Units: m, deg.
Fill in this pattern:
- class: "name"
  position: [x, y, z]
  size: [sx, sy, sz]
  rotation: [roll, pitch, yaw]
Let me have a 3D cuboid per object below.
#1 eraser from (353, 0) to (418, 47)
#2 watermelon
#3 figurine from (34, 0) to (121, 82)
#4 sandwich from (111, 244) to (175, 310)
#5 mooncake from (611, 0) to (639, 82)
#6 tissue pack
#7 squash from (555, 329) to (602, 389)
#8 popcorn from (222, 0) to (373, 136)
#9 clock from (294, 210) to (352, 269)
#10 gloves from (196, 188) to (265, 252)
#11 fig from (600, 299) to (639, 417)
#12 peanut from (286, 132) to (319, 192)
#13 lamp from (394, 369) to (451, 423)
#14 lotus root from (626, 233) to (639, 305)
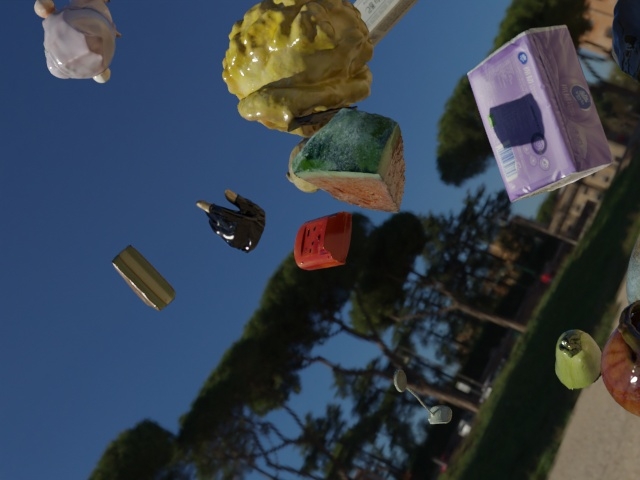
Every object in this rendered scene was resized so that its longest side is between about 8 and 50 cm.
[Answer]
- class: "eraser"
  position: [0.192, -0.637, 2.181]
  size: [0.404, 0.096, 0.098]
  rotation: [-44, -18, 29]
- class: "watermelon"
  position: [0.081, -0.132, 1.633]
  size: [0.257, 0.193, 0.139]
  rotation: [44, -116, -57]
- class: "figurine"
  position: [-0.464, -0.408, 1.677]
  size: [0.200, 0.133, 0.275]
  rotation: [53, -165, -34]
- class: "sandwich"
  position: [-0.478, 0.101, 2.336]
  size: [0.079, 0.113, 0.163]
  rotation: [-44, -55, -21]
- class: "mooncake"
  position: [0.839, -0.499, 2.038]
  size: [0.290, 0.291, 0.161]
  rotation: [-59, -24, -21]
- class: "tissue pack"
  position: [0.491, -0.285, 1.928]
  size: [0.160, 0.338, 0.242]
  rotation: [-14, -6, -26]
- class: "squash"
  position: [0.659, 0.278, 2.168]
  size: [0.137, 0.137, 0.287]
  rotation: [-61, -26, -17]
- class: "popcorn"
  position: [-0.042, -0.373, 1.899]
  size: [0.349, 0.349, 0.381]
  rotation: [96, 171, -49]
- class: "clock"
  position: [0.000, 0.000, 1.853]
  size: [0.155, 0.061, 0.113]
  rotation: [-15, 63, 59]
- class: "gloves"
  position: [-0.241, -0.053, 2.226]
  size: [0.129, 0.181, 0.106]
  rotation: [-52, 27, 42]
- class: "fig"
  position: [0.546, 0.195, 1.390]
  size: [0.205, 0.205, 0.205]
  rotation: [-56, -19, -30]
- class: "peanut"
  position: [0.003, -0.253, 2.482]
  size: [0.291, 0.143, 0.159]
  rotation: [-45, -2, 29]
- class: "lamp"
  position: [0.235, 0.363, 1.992]
  size: [0.198, 0.056, 0.050]
  rotation: [47, -137, -35]
- class: "lotus root"
  position: [0.669, 0.087, 1.654]
  size: [0.140, 0.158, 0.322]
  rotation: [-44, -33, -38]
